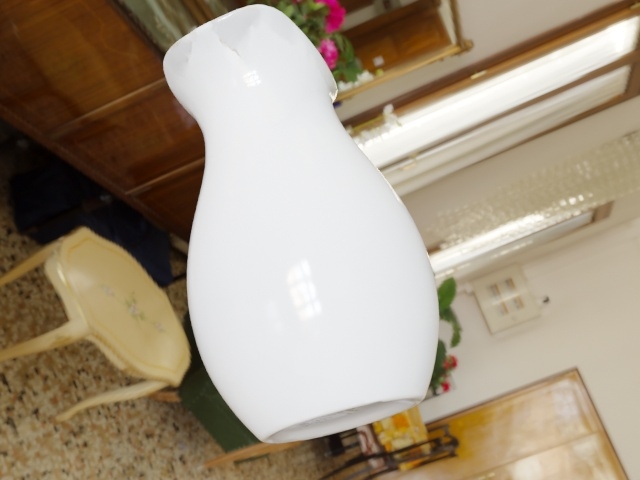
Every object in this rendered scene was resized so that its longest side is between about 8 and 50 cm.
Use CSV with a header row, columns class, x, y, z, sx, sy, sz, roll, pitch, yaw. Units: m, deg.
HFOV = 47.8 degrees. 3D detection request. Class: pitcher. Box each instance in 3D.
class,x,y,z,sx,sy,sz,roll,pitch,yaw
pitcher,0.000,0.000,0.408,0.178,0.125,0.207,22,48,-57
